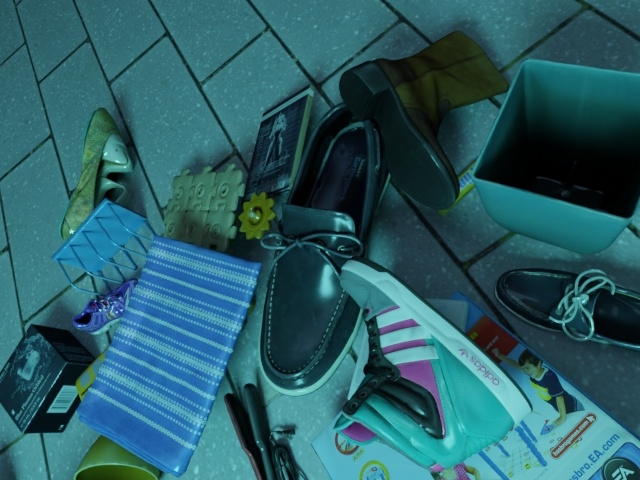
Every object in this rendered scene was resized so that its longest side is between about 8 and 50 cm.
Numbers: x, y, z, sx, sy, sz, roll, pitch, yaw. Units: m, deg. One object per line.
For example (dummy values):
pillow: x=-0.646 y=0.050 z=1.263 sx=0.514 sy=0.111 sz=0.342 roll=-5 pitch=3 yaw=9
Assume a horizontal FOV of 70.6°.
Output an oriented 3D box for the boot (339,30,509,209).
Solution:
boot: x=0.204 y=-0.203 z=0.730 sx=0.280 sy=0.096 sz=0.264 roll=-28 pitch=71 yaw=-29

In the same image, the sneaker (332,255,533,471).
sneaker: x=0.074 y=0.155 z=0.550 sx=0.178 sy=0.124 sz=0.295 roll=-41 pitch=45 yaw=-7

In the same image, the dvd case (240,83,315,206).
dvd case: x=-0.085 y=-0.181 z=0.888 sx=0.164 sy=0.018 sz=0.222 roll=-12 pitch=62 yaw=48

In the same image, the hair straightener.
hair straightener: x=-0.079 y=0.334 z=0.717 sx=0.089 sy=0.047 sz=0.231 roll=-32 pitch=62 yaw=11

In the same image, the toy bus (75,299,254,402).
toy bus: x=-0.281 y=0.190 z=0.828 sx=0.333 sy=0.108 sz=0.130 roll=-46 pitch=58 yaw=3

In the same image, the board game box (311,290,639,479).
board game box: x=0.181 y=0.271 z=0.555 sx=0.308 sy=0.086 sz=0.302 roll=-46 pitch=43 yaw=2

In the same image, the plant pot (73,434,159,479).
plant pot: x=-0.341 y=0.371 z=0.787 sx=0.134 sy=0.134 sz=0.095 roll=-24 pitch=38 yaw=14

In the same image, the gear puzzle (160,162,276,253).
gear puzzle: x=-0.196 y=-0.057 z=0.877 sx=0.338 sy=0.044 sz=0.176 roll=3 pitch=80 yaw=42

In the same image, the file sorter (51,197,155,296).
file sorter: x=-0.446 y=0.021 z=0.961 sx=0.170 sy=0.118 sz=0.104 roll=-47 pitch=64 yaw=2

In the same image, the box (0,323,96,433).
box: x=-0.562 y=0.281 z=0.928 sx=0.158 sy=0.093 sz=0.156 roll=27 pitch=83 yaw=31

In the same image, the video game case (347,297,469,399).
video game case: x=0.118 y=0.152 z=0.612 sx=0.143 sy=0.019 sz=0.157 roll=-2 pitch=59 yaw=38

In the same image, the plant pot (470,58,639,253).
plant pot: x=0.314 y=-0.080 z=0.588 sx=0.165 sy=0.234 sz=0.166 roll=22 pitch=81 yaw=28

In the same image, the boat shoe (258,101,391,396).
boat shoe: x=0.000 y=0.000 z=0.748 sx=0.186 sy=0.156 sz=0.501 roll=13 pitch=78 yaw=26

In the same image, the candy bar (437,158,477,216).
candy bar: x=0.250 y=-0.106 z=0.752 sx=0.161 sy=0.018 sz=0.040 roll=-43 pitch=60 yaw=5

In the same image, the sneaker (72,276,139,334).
sneaker: x=-0.440 y=0.138 z=0.939 sx=0.169 sy=0.071 sz=0.068 roll=-38 pitch=60 yaw=6

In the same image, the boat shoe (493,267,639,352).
boat shoe: x=0.358 y=0.092 z=0.593 sx=0.254 sy=0.079 sz=0.095 roll=24 pitch=82 yaw=29

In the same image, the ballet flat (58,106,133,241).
ballet flat: x=-0.505 y=-0.148 z=1.063 sx=0.123 sy=0.123 sz=0.349 roll=-3 pitch=69 yaw=23

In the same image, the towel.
towel: x=-0.249 y=0.166 z=0.733 sx=0.243 sy=0.040 sz=0.336 roll=13 pitch=77 yaw=28
